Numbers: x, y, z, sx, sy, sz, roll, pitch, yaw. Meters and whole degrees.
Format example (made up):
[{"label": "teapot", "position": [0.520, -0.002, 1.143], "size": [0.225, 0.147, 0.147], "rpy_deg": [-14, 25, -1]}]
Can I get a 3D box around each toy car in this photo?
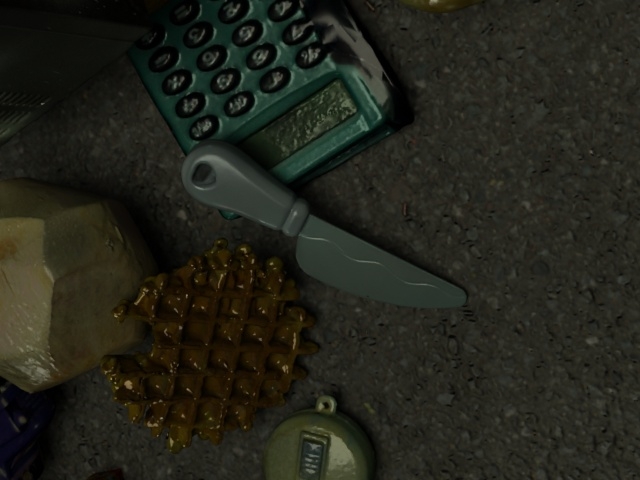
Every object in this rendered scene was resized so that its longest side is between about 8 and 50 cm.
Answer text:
[{"label": "toy car", "position": [-0.396, 0.231, 2.014], "size": [0.235, 0.172, 0.158], "rpy_deg": [-32, 105, 20]}]

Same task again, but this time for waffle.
[{"label": "waffle", "position": [-0.119, 0.113, 1.876], "size": [0.232, 0.051, 0.228], "rpy_deg": [-34, 121, -2]}]

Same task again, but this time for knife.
[{"label": "knife", "position": [-0.001, 0.001, 1.846], "size": [0.331, 0.044, 0.080], "rpy_deg": [32, 114, -6]}]

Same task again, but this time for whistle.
[{"label": "whistle", "position": [-0.009, 0.292, 1.927], "size": [0.126, 0.067, 0.258], "rpy_deg": [12, 107, 19]}]

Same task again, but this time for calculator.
[{"label": "calculator", "position": [-0.066, -0.184, 1.855], "size": [0.248, 0.058, 0.274], "rpy_deg": [-32, 88, 22]}]

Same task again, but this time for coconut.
[{"label": "coconut", "position": [-0.291, 0.037, 1.907], "size": [0.237, 0.197, 0.236], "rpy_deg": [6, 102, 28]}]

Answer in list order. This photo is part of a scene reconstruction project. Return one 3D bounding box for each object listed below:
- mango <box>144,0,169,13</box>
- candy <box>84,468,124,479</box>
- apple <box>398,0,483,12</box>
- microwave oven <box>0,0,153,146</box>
[{"label": "mango", "position": [-0.239, -0.309, 1.856], "size": [0.317, 0.119, 0.176], "rpy_deg": [-8, 85, 36]}, {"label": "candy", "position": [-0.256, 0.307, 1.990], "size": [0.038, 0.122, 0.062], "rpy_deg": [-17, 95, 18]}, {"label": "apple", "position": [0.114, -0.320, 1.695], "size": [0.200, 0.200, 0.200], "rpy_deg": [4, 102, 19]}, {"label": "microwave oven", "position": [-0.416, -0.329, 1.770], "size": [0.374, 0.236, 0.432], "rpy_deg": [-31, 70, 34]}]
